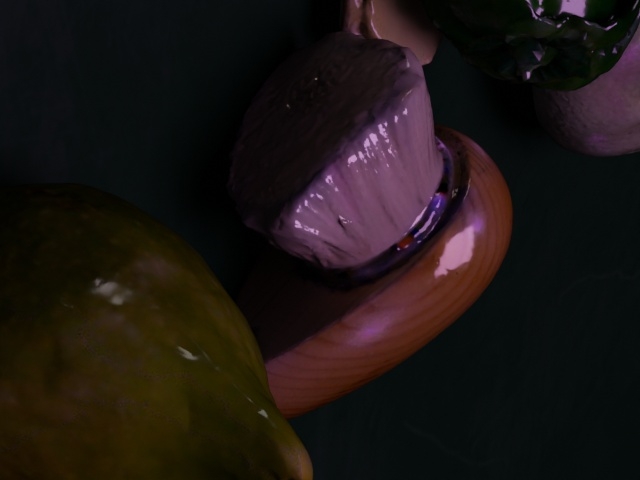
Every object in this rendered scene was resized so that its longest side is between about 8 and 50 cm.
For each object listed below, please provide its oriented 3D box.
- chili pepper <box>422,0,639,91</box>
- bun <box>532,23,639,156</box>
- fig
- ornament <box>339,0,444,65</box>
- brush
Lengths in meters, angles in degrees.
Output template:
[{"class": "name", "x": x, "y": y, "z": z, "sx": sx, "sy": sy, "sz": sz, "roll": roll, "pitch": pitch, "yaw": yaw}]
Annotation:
[{"class": "chili pepper", "x": 0.167, "y": -0.295, "z": 1.218, "sx": 0.213, "sy": 0.167, "sz": 0.385, "roll": 14, "pitch": 77, "yaw": -21}, {"class": "bun", "x": 0.300, "y": -0.196, "z": 1.428, "sx": 0.283, "sy": 0.179, "sz": 0.283, "roll": -46, "pitch": 144, "yaw": -50}, {"class": "fig", "x": -0.107, "y": 0.077, "z": 0.927, "sx": 0.206, "sy": 0.275, "sz": 0.206, "roll": -23, "pitch": 120, "yaw": -47}, {"class": "ornament", "x": 0.039, "y": -0.235, "z": 1.195, "sx": 0.201, "sy": 0.059, "sz": 0.180, "roll": 54, "pitch": 50, "yaw": -47}, {"class": "brush", "x": 0.000, "y": 0.000, "z": 1.158, "sx": 0.266, "sy": 0.174, "sz": 0.166, "roll": -49, "pitch": 127, "yaw": -4}]
